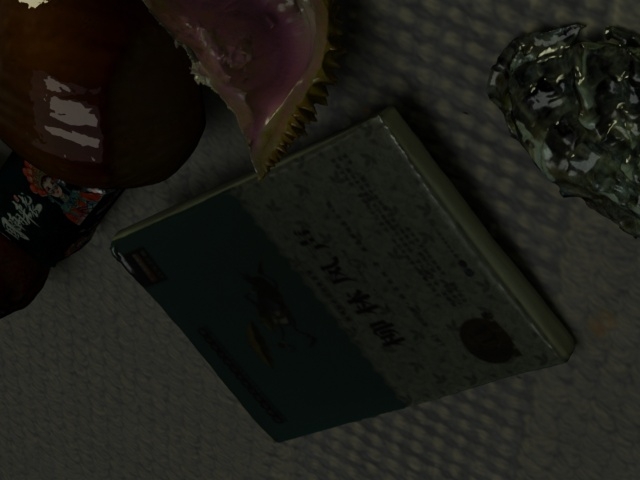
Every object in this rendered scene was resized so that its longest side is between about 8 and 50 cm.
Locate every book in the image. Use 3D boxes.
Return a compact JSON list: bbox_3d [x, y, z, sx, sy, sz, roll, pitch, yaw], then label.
[{"bbox_3d":[0.007,0.044,1.555,0.379,0.031,0.264,-23,112,45],"label":"book"}]

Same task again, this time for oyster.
[{"bbox_3d":[0.227,-0.055,1.277,0.252,0.087,0.199,58,143,5],"label":"oyster"}]

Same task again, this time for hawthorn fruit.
[{"bbox_3d":[-0.366,0.000,1.807,0.188,0.169,0.169,58,144,10],"label":"hawthorn fruit"}]

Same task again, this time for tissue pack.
[{"bbox_3d":[-0.244,-0.056,1.694,0.103,0.090,0.170,43,143,-1],"label":"tissue pack"}]

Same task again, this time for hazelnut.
[{"bbox_3d":[-0.195,-0.126,1.495,0.186,0.210,0.210,60,152,32],"label":"hazelnut"}]

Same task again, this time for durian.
[{"bbox_3d":[-0.058,-0.159,1.395,0.182,0.132,0.165,36,132,31],"label":"durian"}]
